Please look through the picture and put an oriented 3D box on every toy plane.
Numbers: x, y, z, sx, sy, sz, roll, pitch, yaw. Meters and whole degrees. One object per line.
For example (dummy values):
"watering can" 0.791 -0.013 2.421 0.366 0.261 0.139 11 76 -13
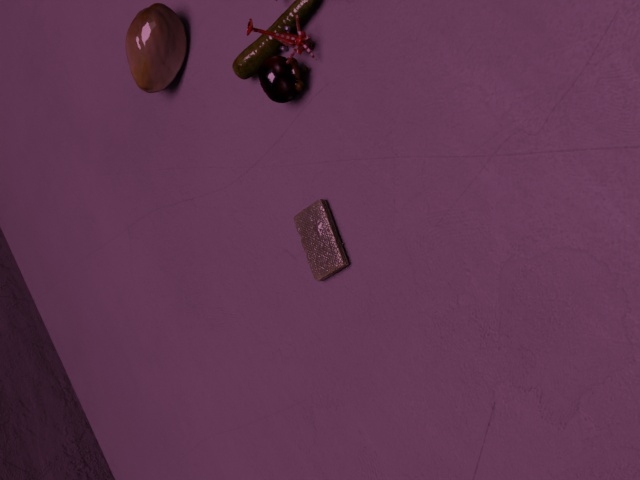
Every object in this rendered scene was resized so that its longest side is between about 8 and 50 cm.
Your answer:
"toy plane" -0.107 -0.536 1.848 0.077 0.194 0.126 -149 50 -64

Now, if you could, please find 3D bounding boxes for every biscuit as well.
"biscuit" 0.000 0.000 1.879 0.121 0.041 0.199 -32 71 37

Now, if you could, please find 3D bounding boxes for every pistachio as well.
"pistachio" -0.537 -0.631 2.263 0.166 0.197 0.288 -92 10 -64

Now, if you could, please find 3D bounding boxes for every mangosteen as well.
"mangosteen" -0.099 -0.449 1.900 0.140 0.140 0.140 3 94 42

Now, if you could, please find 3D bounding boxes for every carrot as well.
"carrot" -0.122 -0.579 1.938 0.358 0.074 0.074 -35 69 34
